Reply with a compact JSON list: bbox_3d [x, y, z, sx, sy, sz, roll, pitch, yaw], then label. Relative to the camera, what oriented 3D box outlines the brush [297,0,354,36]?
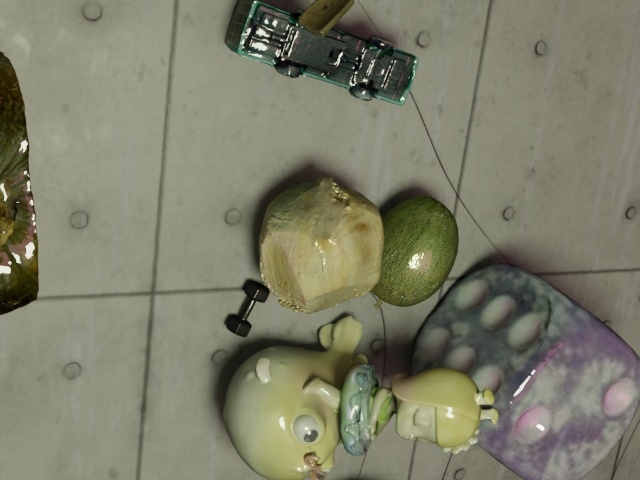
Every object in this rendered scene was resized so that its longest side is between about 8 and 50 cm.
[{"bbox_3d":[0.044,-0.336,1.309,0.248,0.043,0.036,-54,161,-39],"label":"brush"}]

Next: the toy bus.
[{"bbox_3d":[0.004,-0.258,1.340,0.261,0.109,0.091,14,103,-29],"label":"toy bus"}]

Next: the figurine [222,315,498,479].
[{"bbox_3d":[0.061,0.224,1.446,0.394,0.275,0.227,-1,141,13],"label":"figurine"}]

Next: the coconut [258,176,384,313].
[{"bbox_3d":[0.003,-0.001,1.397,0.194,0.194,0.194,-10,113,-24],"label":"coconut"}]

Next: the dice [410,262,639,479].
[{"bbox_3d":[0.332,0.217,1.593,0.271,0.270,0.270,37,89,-32],"label":"dice"}]

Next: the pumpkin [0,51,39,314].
[{"bbox_3d":[-0.407,-0.057,1.134,0.139,0.222,0.317,-6,110,-25],"label":"pumpkin"}]

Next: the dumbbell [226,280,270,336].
[{"bbox_3d":[-0.108,0.102,1.459,0.040,0.036,0.083,25,96,-32],"label":"dumbbell"}]

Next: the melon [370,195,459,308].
[{"bbox_3d":[0.134,0.024,1.495,0.139,0.139,0.192,28,96,-33],"label":"melon"}]
